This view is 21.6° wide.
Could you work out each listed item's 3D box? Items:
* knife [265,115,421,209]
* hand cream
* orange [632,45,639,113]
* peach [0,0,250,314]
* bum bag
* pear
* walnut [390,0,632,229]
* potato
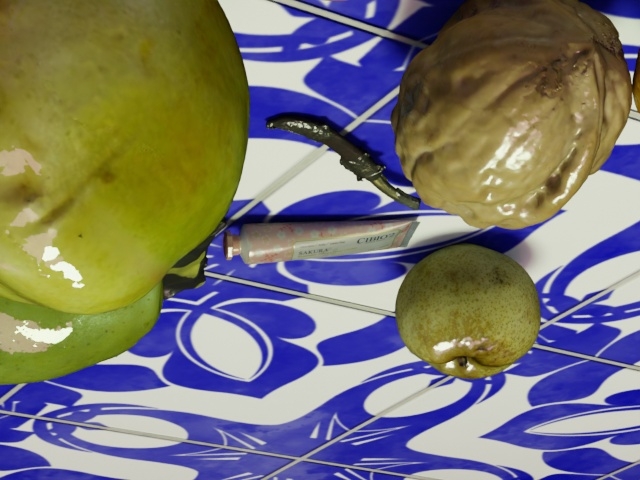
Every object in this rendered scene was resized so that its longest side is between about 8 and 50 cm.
[{"bbox_3d":[0.037,-0.080,1.655,0.045,0.021,0.222,-25,143,35],"label":"knife"},{"bbox_3d":[0.000,0.000,1.798,0.209,0.043,0.067,-4,154,-13],"label":"hand cream"},{"bbox_3d":[0.375,-0.139,1.399,0.249,0.183,0.249,-4,153,-2],"label":"orange"},{"bbox_3d":[-0.196,-0.107,1.270,0.281,0.314,0.316,-37,126,-3],"label":"peach"},{"bbox_3d":[-0.158,-0.003,1.741,0.106,0.060,0.232,10,150,-8],"label":"bum bag"},{"bbox_3d":[0.166,0.083,1.874,0.167,0.137,0.167,1,155,1],"label":"pear"},{"bbox_3d":[0.160,-0.110,1.426,0.198,0.198,0.245,9,152,-24],"label":"walnut"},{"bbox_3d":[-0.308,0.044,1.651,0.304,0.216,0.216,7,153,-1],"label":"potato"}]
